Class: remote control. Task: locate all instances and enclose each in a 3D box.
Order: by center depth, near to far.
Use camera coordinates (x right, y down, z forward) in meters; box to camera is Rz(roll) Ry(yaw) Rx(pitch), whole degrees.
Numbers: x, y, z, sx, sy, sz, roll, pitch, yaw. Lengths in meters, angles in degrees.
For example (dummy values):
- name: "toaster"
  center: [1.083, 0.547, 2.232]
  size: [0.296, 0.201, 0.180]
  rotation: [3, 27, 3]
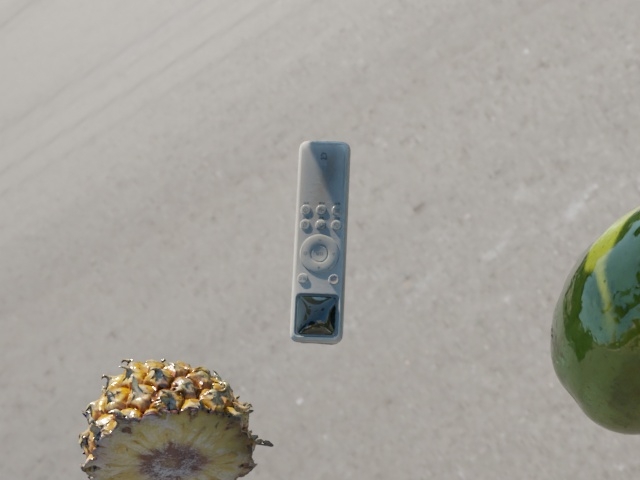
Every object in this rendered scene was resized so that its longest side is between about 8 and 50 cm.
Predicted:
- name: "remote control"
  center: [0.000, 0.000, 1.587]
  size: [0.067, 0.029, 0.261]
  rotation: [2, 77, 5]

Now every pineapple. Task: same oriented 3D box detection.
- name: "pineapple"
  center: [-0.148, 0.164, 1.221]
  size: [0.137, 0.175, 0.161]
  rotation: [-106, 35, -45]

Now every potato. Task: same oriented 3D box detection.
- name: "potato"
  center: [0.370, 0.086, 1.436]
  size: [0.215, 0.304, 0.216]
  rotation: [1, 50, -1]
